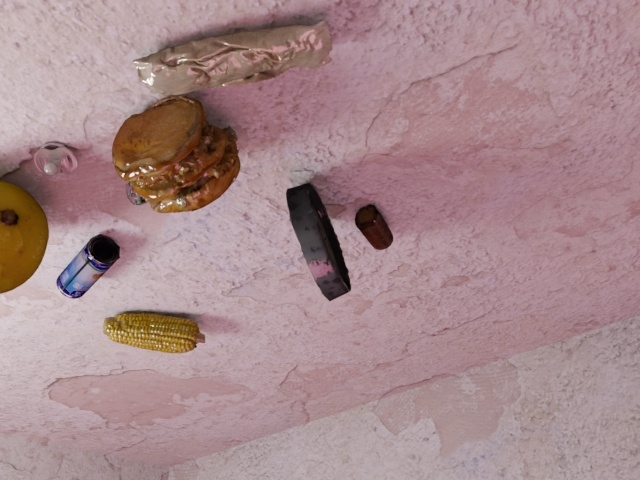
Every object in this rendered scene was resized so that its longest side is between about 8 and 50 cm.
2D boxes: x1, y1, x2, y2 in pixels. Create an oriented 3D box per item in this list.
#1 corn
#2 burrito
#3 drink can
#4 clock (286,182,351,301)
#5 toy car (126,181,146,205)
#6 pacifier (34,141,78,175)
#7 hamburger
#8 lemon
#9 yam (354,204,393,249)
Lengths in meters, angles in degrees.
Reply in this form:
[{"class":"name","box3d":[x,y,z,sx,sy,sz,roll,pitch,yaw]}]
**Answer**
[{"class":"corn","box3d":[-0.570,0.317,2.014,0.347,0.130,0.130,11,142,-18]},{"class":"burrito","box3d":[-0.168,-0.355,1.157,0.392,0.076,0.117,-10,146,6]},{"class":"drink can","box3d":[-0.675,0.079,1.689,0.097,0.097,0.235,23,135,-34]},{"class":"clock","box3d":[-0.002,0.000,1.489,0.061,0.312,0.312,-21,143,8]},{"class":"toy car","box3d":[-0.418,-0.137,1.449,0.142,0.069,0.055,-21,-179,21]},{"class":"pacifier","box3d":[-0.617,-0.180,1.347,0.099,0.078,0.081,-5,124,0]},{"class":"hamburger","box3d":[-0.299,-0.181,1.269,0.260,0.245,0.211,-43,135,-13]},{"class":"lemon","box3d":[-0.803,-0.007,1.393,0.297,0.297,0.297,-4,145,-3]},{"class":"yam","box3d":[0.153,-0.036,1.658,0.079,0.079,0.141,-19,143,19]}]
